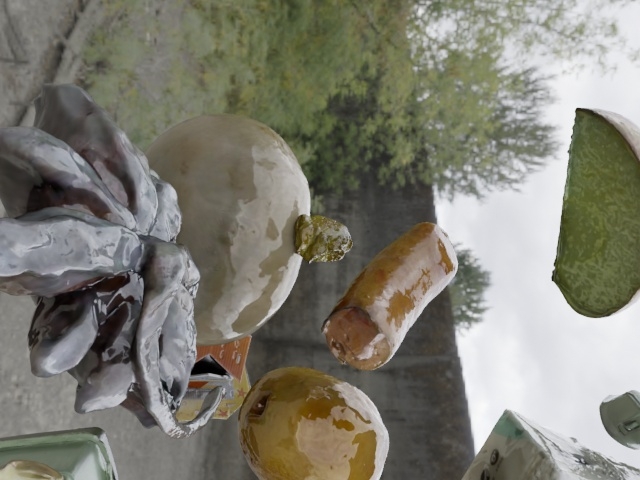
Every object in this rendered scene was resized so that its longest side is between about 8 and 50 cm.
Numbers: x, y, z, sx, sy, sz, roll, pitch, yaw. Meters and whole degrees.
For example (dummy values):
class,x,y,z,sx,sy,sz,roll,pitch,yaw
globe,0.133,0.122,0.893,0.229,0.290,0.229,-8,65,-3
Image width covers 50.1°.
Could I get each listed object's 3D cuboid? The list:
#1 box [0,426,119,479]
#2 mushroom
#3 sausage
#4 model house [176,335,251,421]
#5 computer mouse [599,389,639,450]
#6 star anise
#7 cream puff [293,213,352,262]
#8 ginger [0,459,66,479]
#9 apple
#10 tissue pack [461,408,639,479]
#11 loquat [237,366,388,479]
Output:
class,x,y,z,sx,sy,sz,roll,pitch,yaw
box,-0.478,0.431,1.135,0.166,0.291,0.220,-80,162,-75
mushroom,-0.150,-0.011,1.078,0.295,0.363,0.361,14,73,-47
sausage,0.101,0.065,0.906,0.270,0.109,0.108,-41,143,-46
model house,-0.202,0.219,1.274,0.136,0.220,0.207,-41,-131,48
computer mouse,0.462,0.274,1.025,0.089,0.056,0.181,52,-7,19
star anise,-0.158,0.021,0.566,0.359,0.139,0.315,18,63,-78
cream puff,0.000,0.000,0.951,0.058,0.083,0.083,-62,174,30
ginger,-0.239,0.305,0.568,0.221,0.130,0.275,21,-51,48
apple,0.472,-0.045,1.101,0.254,0.180,0.345,-80,169,-69
tissue pack,0.300,0.455,0.945,0.356,0.266,0.194,-62,-167,9
loquat,-0.015,0.290,1.006,0.238,0.239,0.193,98,13,-73
